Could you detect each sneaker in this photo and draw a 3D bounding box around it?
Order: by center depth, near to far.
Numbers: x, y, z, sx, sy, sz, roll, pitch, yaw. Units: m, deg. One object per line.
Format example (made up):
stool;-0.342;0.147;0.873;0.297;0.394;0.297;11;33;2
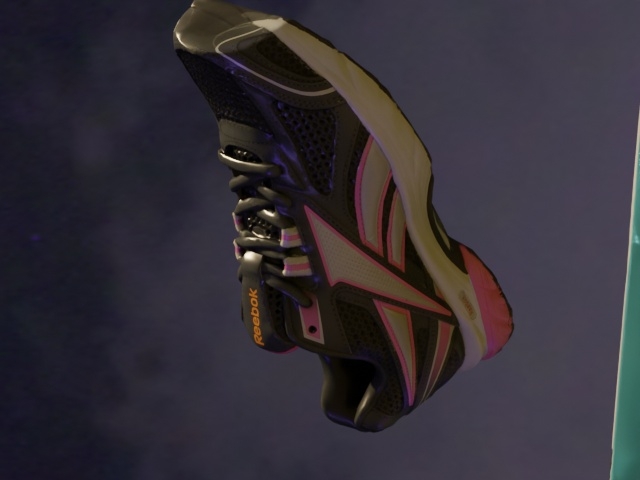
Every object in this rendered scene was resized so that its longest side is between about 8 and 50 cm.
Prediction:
sneaker;0.000;0.000;0.663;0.077;0.072;0.178;-46;-59;-17

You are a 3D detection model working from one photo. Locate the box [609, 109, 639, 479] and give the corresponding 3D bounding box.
box;0.185;0.020;0.955;0.100;0.060;0.244;38;-123;-69
